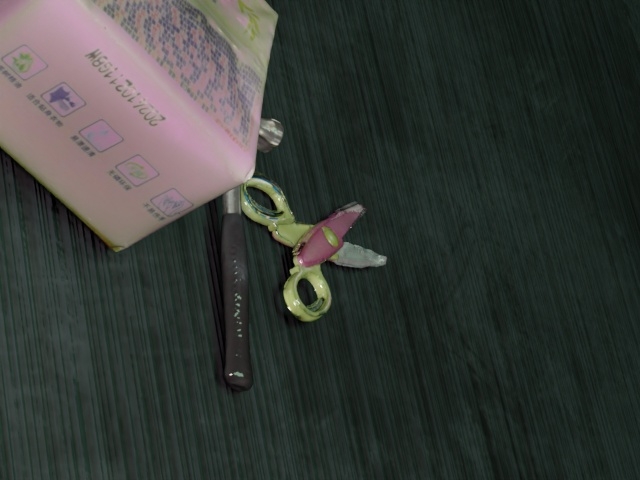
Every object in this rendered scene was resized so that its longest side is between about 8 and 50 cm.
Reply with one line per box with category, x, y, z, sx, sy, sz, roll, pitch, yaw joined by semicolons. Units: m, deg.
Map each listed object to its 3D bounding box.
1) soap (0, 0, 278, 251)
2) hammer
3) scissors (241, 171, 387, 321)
soap;-0.139;-0.130;1.082;0.199;0.138;0.182;46;32;-33
hammer;-0.070;-0.004;1.220;0.103;0.029;0.246;26;50;-40
scissors;0.000;0.000;1.351;0.187;0.020;0.134;-7;70;-60
